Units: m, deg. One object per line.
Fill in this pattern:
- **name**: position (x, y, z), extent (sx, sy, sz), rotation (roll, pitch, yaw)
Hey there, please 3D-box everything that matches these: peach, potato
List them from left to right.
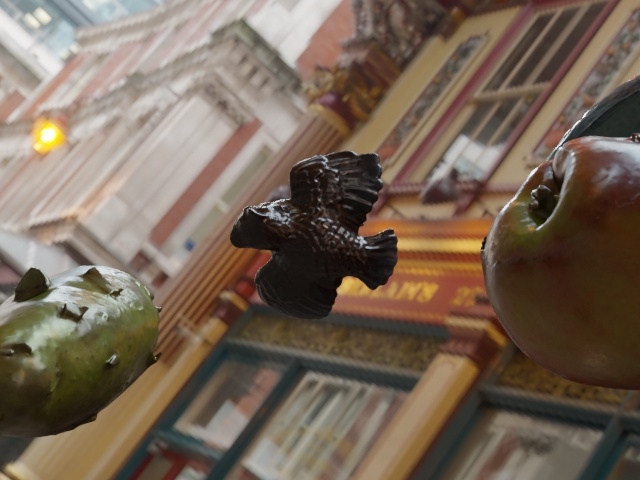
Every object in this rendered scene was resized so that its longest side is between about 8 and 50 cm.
- **potato**: position (-0.154, 0.065, 0.710), extent (0.090, 0.117, 0.225), rotation (51, 4, -2)
- **peach**: position (0.222, 0.020, 0.858), extent (0.197, 0.197, 0.197), rotation (33, -21, 14)

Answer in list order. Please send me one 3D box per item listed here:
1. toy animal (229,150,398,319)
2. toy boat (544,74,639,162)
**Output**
- **toy animal**: position (-0.007, -0.001, 1.370), extent (0.116, 0.218, 0.180), rotation (36, 21, 35)
- **toy boat**: position (0.476, -0.137, 1.763), extent (0.215, 0.330, 0.123), rotation (44, 17, -12)
